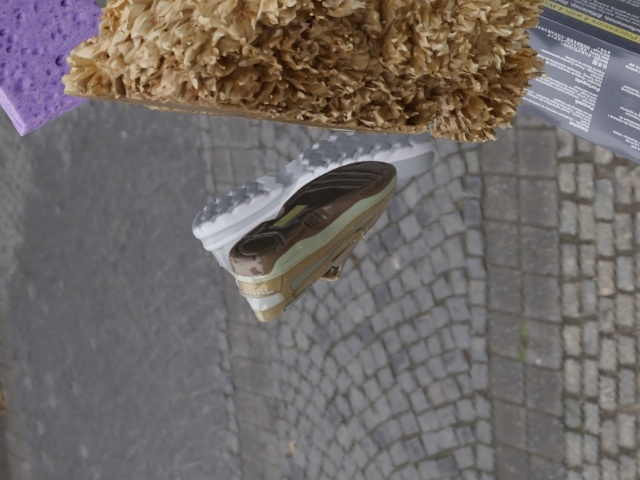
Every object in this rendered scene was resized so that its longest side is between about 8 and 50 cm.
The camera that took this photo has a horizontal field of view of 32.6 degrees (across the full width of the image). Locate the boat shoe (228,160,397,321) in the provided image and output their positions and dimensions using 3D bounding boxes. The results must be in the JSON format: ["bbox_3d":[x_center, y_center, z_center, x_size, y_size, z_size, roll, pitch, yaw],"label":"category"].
[{"bbox_3d":[0.000,0.000,0.885,0.068,0.190,0.072,9,124,42],"label":"boat shoe"}]

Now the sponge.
[{"bbox_3d":[-0.260,-0.206,0.926,0.210,0.117,0.031,57,158,-3],"label":"sponge"}]

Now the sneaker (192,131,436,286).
[{"bbox_3d":[0.004,-0.039,1.222,0.105,0.281,0.115,-92,-24,-66],"label":"sneaker"}]

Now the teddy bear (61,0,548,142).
[{"bbox_3d":[0.004,-0.119,0.627,0.245,0.338,0.113,7,94,46],"label":"teddy bear"}]

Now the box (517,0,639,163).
[{"bbox_3d":[0.325,-0.163,0.838,0.395,0.318,0.097,28,136,23],"label":"box"}]
